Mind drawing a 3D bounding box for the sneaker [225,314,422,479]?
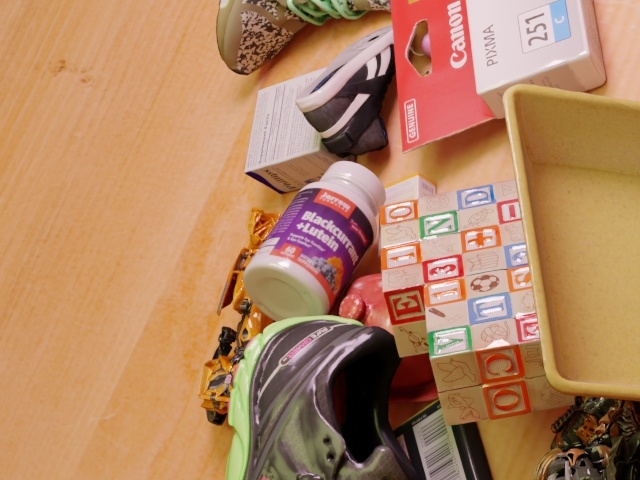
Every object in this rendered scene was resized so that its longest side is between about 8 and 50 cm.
[{"bbox_3d":[0.005,0.298,1.688,0.202,0.185,0.483,-13,66,32],"label":"sneaker"}]

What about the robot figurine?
[{"bbox_3d":[-0.063,0.103,2.012,0.211,0.085,0.291,-1,66,48],"label":"robot figurine"}]

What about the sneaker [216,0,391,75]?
[{"bbox_3d":[0.020,-0.350,2.175,0.410,0.158,0.182,-46,58,24],"label":"sneaker"}]

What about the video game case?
[{"bbox_3d":[0.089,0.335,1.749,0.248,0.035,0.275,-37,45,25],"label":"video game case"}]

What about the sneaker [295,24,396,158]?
[{"bbox_3d":[0.059,-0.178,2.066,0.079,0.121,0.217,-11,25,46],"label":"sneaker"}]

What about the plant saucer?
[{"bbox_3d":[0.327,0.025,1.513,0.081,0.333,0.333,116,156,-52],"label":"plant saucer"}]

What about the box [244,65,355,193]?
[{"bbox_3d":[-0.021,-0.142,2.128,0.137,0.072,0.126,-13,58,41],"label":"box"}]

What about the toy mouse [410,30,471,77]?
[{"bbox_3d":[0.166,-0.238,2.020,0.143,0.031,0.161,-54,39,8],"label":"toy mouse"}]

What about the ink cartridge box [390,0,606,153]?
[{"bbox_3d":[0.191,-0.274,1.949,0.261,0.066,0.296,-19,53,22],"label":"ink cartridge box"}]

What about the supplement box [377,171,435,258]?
[{"bbox_3d":[0.103,-0.024,1.951,0.062,0.036,0.098,-21,53,37],"label":"supplement box"}]

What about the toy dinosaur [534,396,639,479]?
[{"bbox_3d":[0.279,0.236,1.556,0.218,0.164,0.322,12,94,65],"label":"toy dinosaur"}]

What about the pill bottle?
[{"bbox_3d":[0.000,0.000,1.900,0.108,0.108,0.193,-9,37,44],"label":"pill bottle"}]

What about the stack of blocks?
[{"bbox_3d":[0.154,0.060,1.680,0.171,0.087,0.297,-11,32,7],"label":"stack of blocks"}]

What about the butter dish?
[{"bbox_3d":[0.069,0.095,1.850,0.160,0.118,0.160,-8,61,44],"label":"butter dish"}]
